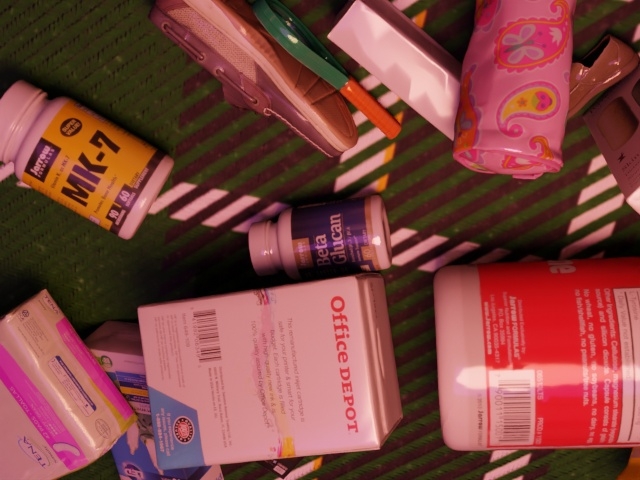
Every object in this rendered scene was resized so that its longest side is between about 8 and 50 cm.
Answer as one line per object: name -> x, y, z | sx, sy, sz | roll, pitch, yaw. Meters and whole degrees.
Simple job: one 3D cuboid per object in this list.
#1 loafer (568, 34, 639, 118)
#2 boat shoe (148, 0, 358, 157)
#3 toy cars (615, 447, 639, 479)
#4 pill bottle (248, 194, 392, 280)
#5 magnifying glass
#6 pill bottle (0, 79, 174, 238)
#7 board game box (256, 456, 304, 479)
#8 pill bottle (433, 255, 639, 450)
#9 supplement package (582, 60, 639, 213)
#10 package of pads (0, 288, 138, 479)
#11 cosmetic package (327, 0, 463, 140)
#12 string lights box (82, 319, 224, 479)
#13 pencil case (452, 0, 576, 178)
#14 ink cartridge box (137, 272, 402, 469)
loafer -> 0.292, -0.182, 1.055 | 0.148, 0.056, 0.050 | -37, 106, 10
boat shoe -> -0.077, -0.195, 1.065 | 0.285, 0.103, 0.092 | 43, 118, -10
toy cars -> 0.550, 0.230, 1.171 | 0.393, 0.176, 0.087 | -27, 88, 17
pill bottle -> 0.000, 0.000, 1.148 | 0.169, 0.094, 0.094 | -8, 114, 10
magnifying glass -> 0.009, -0.200, 1.066 | 0.231, 0.092, 0.026 | 38, 111, -23
pill bottle -> -0.296, -0.100, 1.119 | 0.208, 0.119, 0.119 | 30, 115, -8
board game box -> -0.090, 0.252, 1.317 | 0.186, 0.026, 0.126 | 36, 114, -11
pill bottle -> 0.345, 0.134, 1.102 | 0.407, 0.229, 0.229 | -3, 115, 7
supplement package -> 0.433, -0.101, 0.960 | 0.198, 0.263, 0.199 | 38, 113, -11
package of pads -> -0.414, 0.226, 1.253 | 0.296, 0.101, 0.229 | -28, 100, 34
cosmetic package -> 0.120, -0.187, 1.044 | 0.239, 0.099, 0.060 | 38, 113, -11
string lights box -> -0.234, 0.245, 1.281 | 0.133, 0.077, 0.260 | 3, 117, 29
pencil case -> 0.212, -0.210, 0.953 | 0.124, 0.124, 0.284 | 9, 84, 2
ink cartridge box -> -0.053, 0.155, 1.133 | 0.269, 0.197, 0.198 | -8, 87, 13
